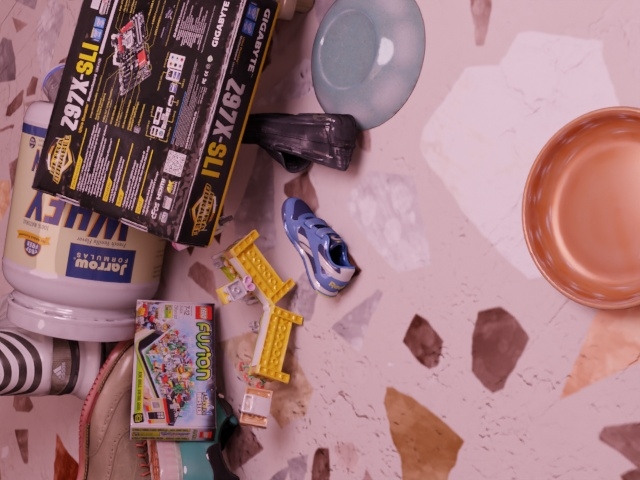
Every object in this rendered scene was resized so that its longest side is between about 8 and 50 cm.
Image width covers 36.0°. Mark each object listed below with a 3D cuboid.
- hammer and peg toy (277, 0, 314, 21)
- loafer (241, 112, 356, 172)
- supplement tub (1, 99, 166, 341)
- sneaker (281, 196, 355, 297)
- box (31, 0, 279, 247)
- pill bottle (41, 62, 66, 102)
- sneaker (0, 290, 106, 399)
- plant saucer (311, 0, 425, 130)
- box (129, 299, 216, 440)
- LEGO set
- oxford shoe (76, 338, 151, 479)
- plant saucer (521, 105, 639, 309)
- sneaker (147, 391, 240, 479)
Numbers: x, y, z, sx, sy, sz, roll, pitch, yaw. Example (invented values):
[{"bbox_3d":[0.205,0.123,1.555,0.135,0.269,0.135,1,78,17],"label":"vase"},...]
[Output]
[{"bbox_3d":[-0.108,-0.383,1.339,0.266,0.127,0.361,20,101,42],"label":"hammer and peg toy"},{"bbox_3d":[-0.042,-0.127,1.286,0.223,0.076,0.078,8,98,47],"label":"loafer"},{"bbox_3d":[-0.343,-0.031,1.469,0.235,0.235,0.325,16,98,44],"label":"supplement tub"},{"bbox_3d":[0.000,0.000,1.254,0.059,0.053,0.144,-42,68,36],"label":"sneaker"},{"bbox_3d":[-0.213,-0.179,1.241,0.257,0.079,0.322,19,95,31],"label":"box"},{"bbox_3d":[-0.412,-0.232,1.663,0.137,0.078,0.078,52,122,34],"label":"pill bottle"},{"bbox_3d":[-0.550,0.158,1.618,0.447,0.257,0.169,8,92,56],"label":"sneaker"},{"bbox_3d":[0.045,-0.237,1.237,0.195,0.037,0.195,-4,85,45],"label":"plant saucer"},{"bbox_3d":[-0.201,0.175,1.348,0.036,0.114,0.207,105,164,-47],"label":"box"},{"bbox_3d":[-0.105,0.105,1.311,0.107,0.132,0.287,-22,86,55],"label":"LEGO set"},{"bbox_3d":[-0.298,0.320,1.507,0.130,0.123,0.348,16,97,17],"label":"oxford shoe"},{"bbox_3d":[0.293,-0.031,0.974,0.200,0.037,0.200,-3,85,44],"label":"plant saucer"},{"bbox_3d":[-0.183,0.242,1.393,0.108,0.121,0.302,109,156,-44],"label":"sneaker"}]
